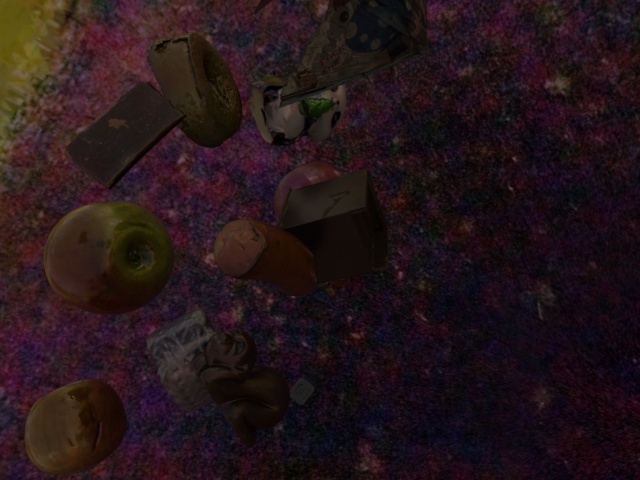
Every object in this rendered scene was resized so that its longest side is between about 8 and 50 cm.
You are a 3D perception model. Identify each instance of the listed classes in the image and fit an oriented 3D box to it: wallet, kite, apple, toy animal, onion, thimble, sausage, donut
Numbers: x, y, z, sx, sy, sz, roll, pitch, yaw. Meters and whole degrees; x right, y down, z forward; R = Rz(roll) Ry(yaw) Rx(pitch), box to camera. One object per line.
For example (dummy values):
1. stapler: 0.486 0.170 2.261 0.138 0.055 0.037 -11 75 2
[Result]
1. wallet: -0.315 -0.174 0.678 0.176 0.095 0.026 -52 9 -15
2. kite: 0.054 -0.366 0.636 0.406 0.368 0.014 -53 46 32
3. apple: -0.591 0.048 1.202 0.339 0.339 0.340 -19 59 34
4. toy animal: -0.052 -0.374 1.157 0.266 0.213 0.213 -16 51 -11
5. apple: -0.707 0.523 1.208 0.264 0.264 0.265 -19 59 34
6. onion: -0.035 -0.188 1.909 0.358 0.358 0.345 -52 43 9
7. thimble: -0.305 0.289 1.013 0.157 0.246 0.217 -31 65 -19
8. sausage: -0.075 0.035 0.727 0.108 0.270 0.109 -5 73 17
9. donut: -0.276 -0.361 0.992 0.107 0.272 0.272 -19 58 21

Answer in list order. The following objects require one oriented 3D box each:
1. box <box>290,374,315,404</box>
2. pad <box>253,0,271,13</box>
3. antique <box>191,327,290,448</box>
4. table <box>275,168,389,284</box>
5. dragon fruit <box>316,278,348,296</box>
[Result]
1. box: -0.069 0.579 1.625 0.074 0.054 0.099 36 104 4
2. pad: -0.061 -0.641 0.951 0.266 0.002 0.176 -33 23 46
3. antique: -0.156 0.289 0.851 0.143 0.257 0.121 -35 21 -19
4. table: 0.035 -0.031 0.912 0.193 0.169 0.173 -14 35 18
5. dragon fruit: -0.010 0.011 1.120 0.198 0.269 0.200 -22 36 40
